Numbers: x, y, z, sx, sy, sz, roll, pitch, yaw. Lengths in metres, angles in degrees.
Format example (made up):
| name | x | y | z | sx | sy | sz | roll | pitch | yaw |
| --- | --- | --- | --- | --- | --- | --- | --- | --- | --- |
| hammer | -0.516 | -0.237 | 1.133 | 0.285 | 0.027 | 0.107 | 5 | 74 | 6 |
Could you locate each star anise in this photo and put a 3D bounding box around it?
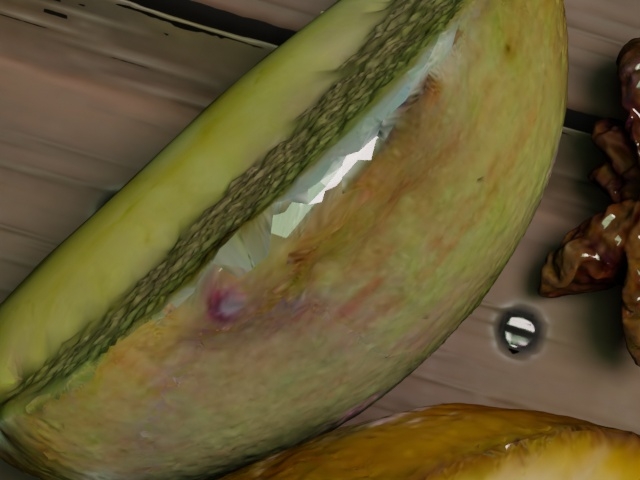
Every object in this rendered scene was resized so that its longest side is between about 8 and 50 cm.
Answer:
| name | x | y | z | sx | sy | sz | roll | pitch | yaw |
| --- | --- | --- | --- | --- | --- | --- | --- | --- | --- |
| star anise | 0.146 | -0.043 | 0.550 | 0.097 | 0.070 | 0.191 | 22 | 96 | 39 |

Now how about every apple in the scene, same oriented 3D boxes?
| name | x | y | z | sx | sy | sz | roll | pitch | yaw |
| --- | --- | --- | --- | --- | --- | --- | --- | --- | --- |
| apple | 0.000 | 0.000 | 0.498 | 0.120 | 0.193 | 0.265 | 46 | 78 | -11 |

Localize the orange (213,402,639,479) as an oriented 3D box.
| name | x | y | z | sx | sy | sz | roll | pitch | yaw |
| --- | --- | --- | --- | --- | --- | --- | --- | --- | --- |
| orange | 0.010 | 0.191 | 0.442 | 0.310 | 0.274 | 0.274 | -33 | 89 | 12 |
